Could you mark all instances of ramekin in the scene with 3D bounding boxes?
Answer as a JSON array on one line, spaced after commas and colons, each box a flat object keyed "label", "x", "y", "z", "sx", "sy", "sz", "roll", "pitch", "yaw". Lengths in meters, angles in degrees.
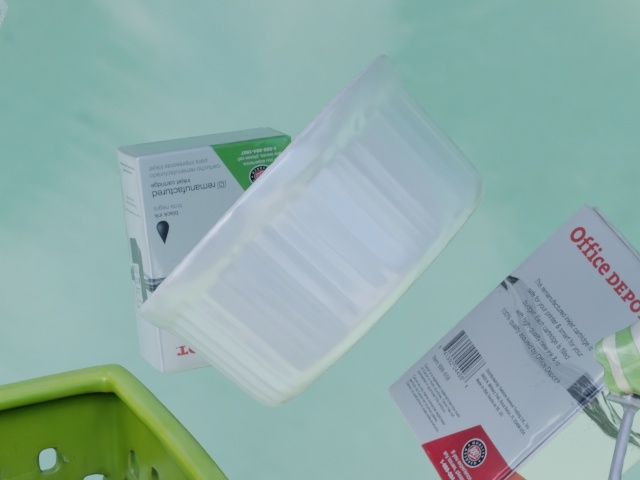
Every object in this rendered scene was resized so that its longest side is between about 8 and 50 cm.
[{"label": "ramekin", "x": 0.000, "y": 0.000, "z": 1.343, "sx": 0.135, "sy": 0.277, "sz": 0.277, "roll": 43, "pitch": 96, "yaw": -1}]

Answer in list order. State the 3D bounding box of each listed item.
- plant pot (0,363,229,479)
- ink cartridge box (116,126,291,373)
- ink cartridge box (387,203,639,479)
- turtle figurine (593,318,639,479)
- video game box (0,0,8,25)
[{"label": "plant pot", "x": -0.175, "y": 0.220, "z": 0.993, "sx": 0.228, "sy": 0.227, "sz": 0.207, "roll": -143, "pitch": 45, "yaw": -59}, {"label": "ink cartridge box", "x": -0.099, "y": 0.009, "z": 1.620, "sx": 0.087, "sy": 0.153, "sz": 0.208, "roll": -154, "pitch": 56, "yaw": -69}, {"label": "ink cartridge box", "x": 0.224, "y": 0.129, "z": 1.626, "sx": 0.273, "sy": 0.114, "sz": 0.197, "roll": -44, "pitch": 37, "yaw": 9}, {"label": "turtle figurine", "x": 0.252, "y": 0.076, "z": 0.950, "sx": 0.198, "sy": 0.274, "sz": 0.266, "roll": -1, "pitch": 31, "yaw": 15}, {"label": "video game box", "x": -0.353, "y": -0.215, "z": 1.233, "sx": 0.205, "sy": 0.187, "sz": 0.048, "roll": 5, "pitch": 61, "yaw": 22}]
